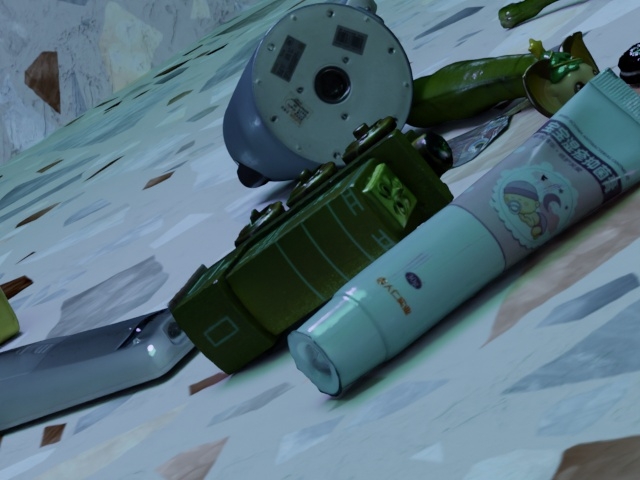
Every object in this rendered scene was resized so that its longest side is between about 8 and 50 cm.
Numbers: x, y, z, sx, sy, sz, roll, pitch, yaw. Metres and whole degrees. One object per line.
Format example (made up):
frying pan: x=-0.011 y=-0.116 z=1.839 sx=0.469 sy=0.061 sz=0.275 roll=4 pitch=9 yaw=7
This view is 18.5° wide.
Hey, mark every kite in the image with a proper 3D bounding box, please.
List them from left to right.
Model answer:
kite: x=0.077 y=-0.070 z=1.825 sx=0.229 sy=0.016 sz=0.127 roll=-17 pitch=13 yaw=34

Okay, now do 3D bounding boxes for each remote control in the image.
remote control: x=-0.224 y=0.106 z=1.666 sx=0.313 sy=0.055 sz=0.109 roll=-20 pitch=15 yaw=37

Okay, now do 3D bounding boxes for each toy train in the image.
toy train: x=0.000 y=0.000 z=1.449 sx=0.225 sy=0.090 sz=0.137 roll=-37 pitch=8 yaw=30

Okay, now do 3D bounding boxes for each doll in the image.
doll: x=0.190 y=-0.096 z=1.448 sx=0.078 sy=0.113 sz=0.076 roll=-39 pitch=-21 yaw=-37

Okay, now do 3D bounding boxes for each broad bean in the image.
broad bean: x=0.143 y=-0.141 z=1.843 sx=0.098 sy=0.056 sz=0.318 roll=-23 pitch=7 yaw=-13

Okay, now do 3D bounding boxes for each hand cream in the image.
hand cream: x=0.114 y=-0.006 z=1.329 sx=0.331 sy=0.085 sz=0.058 roll=-35 pitch=-24 yaw=-28

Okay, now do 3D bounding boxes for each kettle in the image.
kettle: x=-0.009 y=-0.158 z=1.978 sx=0.210 sy=0.160 sz=0.243 roll=-67 pitch=12 yaw=-12

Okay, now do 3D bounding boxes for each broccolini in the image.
broccolini: x=0.289 y=-0.272 z=2.180 sx=0.254 sy=0.071 sz=0.057 roll=-24 pitch=52 yaw=53

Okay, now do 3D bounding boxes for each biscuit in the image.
biscuit: x=0.294 y=-0.162 z=1.659 sx=0.089 sy=0.027 sz=0.087 roll=-37 pitch=14 yaw=-31

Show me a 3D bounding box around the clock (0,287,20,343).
clock: x=-0.410 y=0.029 z=2.079 sx=0.096 sy=0.202 sz=0.143 roll=-32 pitch=11 yaw=-18
